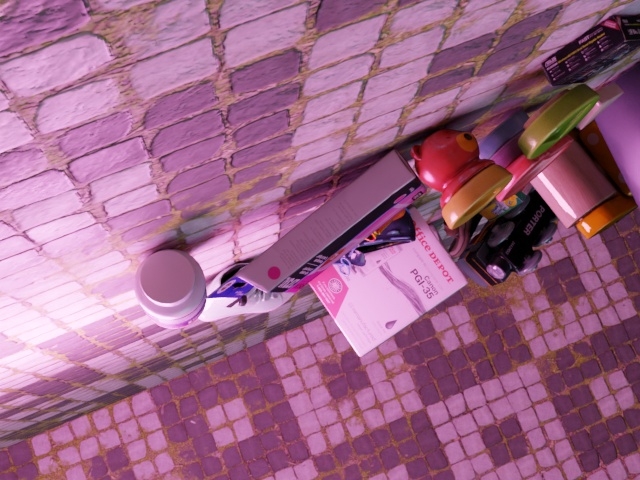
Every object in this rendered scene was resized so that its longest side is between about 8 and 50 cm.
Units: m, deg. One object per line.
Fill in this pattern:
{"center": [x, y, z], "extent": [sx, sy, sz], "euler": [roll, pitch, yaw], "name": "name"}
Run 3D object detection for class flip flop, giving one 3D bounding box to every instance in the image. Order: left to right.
{"center": [0.338, -0.049, 2.227], "extent": [0.112, 0.080, 0.277], "euler": [-60, 166, -18], "name": "flip flop"}

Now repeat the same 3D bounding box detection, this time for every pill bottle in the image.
{"center": [-0.230, 0.073, 1.424], "extent": [0.108, 0.108, 0.193], "euler": [-21, 171, -10], "name": "pill bottle"}

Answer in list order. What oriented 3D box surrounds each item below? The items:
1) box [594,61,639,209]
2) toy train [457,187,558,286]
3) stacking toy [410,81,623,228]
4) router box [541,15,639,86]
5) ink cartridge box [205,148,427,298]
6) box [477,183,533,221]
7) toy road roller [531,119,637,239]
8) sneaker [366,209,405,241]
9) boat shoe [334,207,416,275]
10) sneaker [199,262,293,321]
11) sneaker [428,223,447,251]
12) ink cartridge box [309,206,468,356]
{"center": [0.717, -0.199, 1.604], "extent": [0.395, 0.294, 0.212], "euler": [-17, 169, -30], "name": "box"}
{"center": [0.462, -0.031, 2.195], "extent": [0.334, 0.142, 0.190], "euler": [-53, -167, -27], "name": "toy train"}
{"center": [0.293, -0.172, 1.409], "extent": [0.279, 0.130, 0.309], "euler": [-47, 167, 32], "name": "stacking toy"}
{"center": [0.370, -0.253, 1.236], "extent": [0.092, 0.038, 0.122], "euler": [-13, 167, -46], "name": "router box"}
{"center": [0.000, 0.000, 1.472], "extent": [0.371, 0.069, 0.176], "euler": [-36, 170, 8], "name": "ink cartridge box"}
{"center": [0.422, -0.106, 2.083], "extent": [0.105, 0.043, 0.179], "euler": [-53, -175, -22], "name": "box"}
{"center": [0.575, -0.165, 1.801], "extent": [0.329, 0.202, 0.240], "euler": [-20, 160, -51], "name": "toy road roller"}
{"center": [0.100, -0.032, 1.773], "extent": [0.175, 0.067, 0.064], "euler": [-18, 168, -39], "name": "sneaker"}
{"center": [0.073, 0.013, 1.894], "extent": [0.258, 0.089, 0.109], "euler": [-24, 171, 6], "name": "boat shoe"}
{"center": [-0.117, 0.086, 1.839], "extent": [0.256, 0.094, 0.151], "euler": [-18, 167, -36], "name": "sneaker"}
{"center": [0.247, 0.060, 2.467], "extent": [0.150, 0.135, 0.366], "euler": [-25, 171, -7], "name": "sneaker"}
{"center": [0.146, 0.087, 1.993], "extent": [0.283, 0.207, 0.117], "euler": [-35, 173, 3], "name": "ink cartridge box"}
